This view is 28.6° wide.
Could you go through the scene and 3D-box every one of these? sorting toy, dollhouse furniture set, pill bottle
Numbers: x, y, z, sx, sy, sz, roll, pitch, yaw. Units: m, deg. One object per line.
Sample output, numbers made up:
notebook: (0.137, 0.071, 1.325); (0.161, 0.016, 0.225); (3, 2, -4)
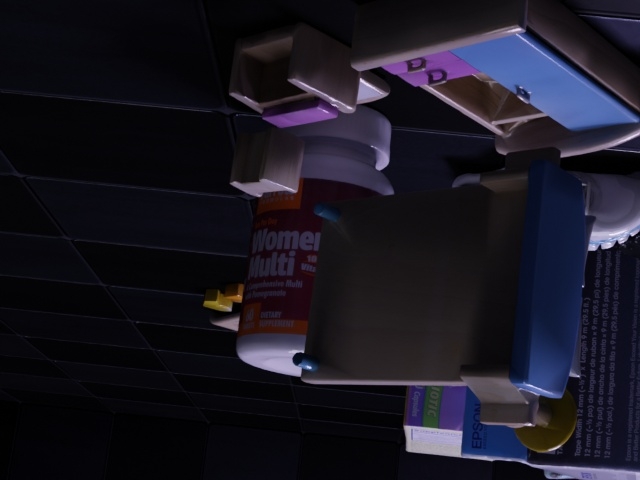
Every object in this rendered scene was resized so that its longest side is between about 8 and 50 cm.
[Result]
sorting toy: (-0.058, 0.127, 1.882); (0.307, 0.041, 0.229); (20, 159, -41)
dollhouse furniture set: (0.086, 0.003, 0.900); (0.286, 0.303, 0.198); (-7, 159, 40)
pill bottle: (0.000, 0.000, 1.073); (0.121, 0.221, 0.121); (6, 165, 2)

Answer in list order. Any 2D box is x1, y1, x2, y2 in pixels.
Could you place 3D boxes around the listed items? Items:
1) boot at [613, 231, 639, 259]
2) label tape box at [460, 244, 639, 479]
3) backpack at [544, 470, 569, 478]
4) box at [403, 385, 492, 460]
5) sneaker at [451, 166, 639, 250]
boot: (0.360, -0.001, 1.257); (0.121, 0.045, 0.099); (18, 160, -13)
label tape box: (0.340, 0.133, 1.361); (0.347, 0.249, 0.115); (2, 164, 16)
backpack: (0.345, 0.214, 1.561); (0.166, 0.144, 0.188); (-22, 178, -35)
box: (0.170, 0.146, 1.539); (0.117, 0.213, 0.243); (6, 165, 5)
sneaker: (0.207, -0.037, 1.153); (0.190, 0.071, 0.083); (-2, 156, 28)
